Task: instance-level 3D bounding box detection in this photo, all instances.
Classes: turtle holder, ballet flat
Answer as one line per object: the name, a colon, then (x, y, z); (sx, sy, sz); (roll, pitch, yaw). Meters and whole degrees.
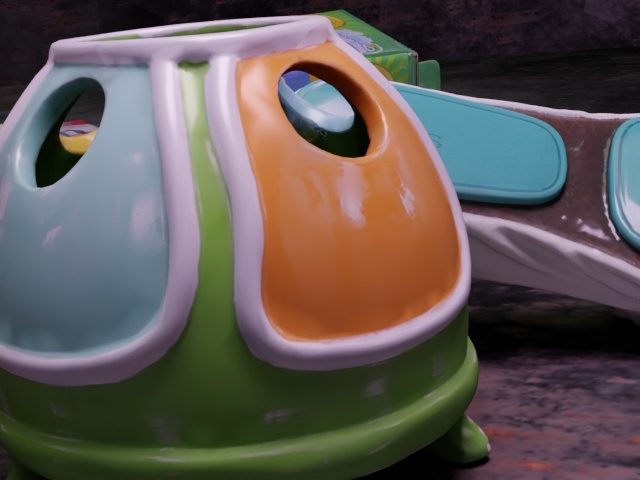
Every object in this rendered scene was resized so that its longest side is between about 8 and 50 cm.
turtle holder: (-0.065, 0.003, 0.609); (0.243, 0.227, 0.320); (-11, 15, -18)
ballet flat: (0.161, -0.012, 0.738); (0.400, 0.139, 0.139); (11, 15, 3)

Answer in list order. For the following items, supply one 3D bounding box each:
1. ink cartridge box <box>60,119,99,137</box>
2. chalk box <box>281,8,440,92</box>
ink cartridge box: (-0.234, -0.026, 1.006); (0.128, 0.127, 0.176); (-12, 16, -24)
chalk box: (-0.020, -0.091, 1.022); (0.289, 0.180, 0.179); (-11, 25, -15)
